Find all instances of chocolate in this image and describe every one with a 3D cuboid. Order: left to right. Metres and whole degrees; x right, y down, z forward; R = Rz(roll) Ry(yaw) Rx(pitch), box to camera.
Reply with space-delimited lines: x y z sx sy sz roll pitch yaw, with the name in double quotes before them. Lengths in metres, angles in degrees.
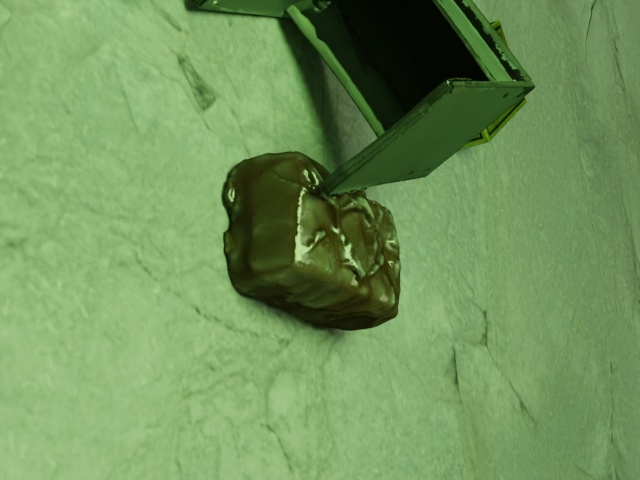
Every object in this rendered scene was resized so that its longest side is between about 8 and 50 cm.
"chocolate" 0.000 0.000 1.124 0.214 0.093 0.148 28 53 -52

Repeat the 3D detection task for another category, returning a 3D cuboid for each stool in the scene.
"stool" 0.053 -0.201 1.141 0.243 0.170 0.270 55 26 10

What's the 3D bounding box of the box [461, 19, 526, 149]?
"box" 0.236 -0.235 1.656 0.220 0.064 0.141 -42 114 -55
